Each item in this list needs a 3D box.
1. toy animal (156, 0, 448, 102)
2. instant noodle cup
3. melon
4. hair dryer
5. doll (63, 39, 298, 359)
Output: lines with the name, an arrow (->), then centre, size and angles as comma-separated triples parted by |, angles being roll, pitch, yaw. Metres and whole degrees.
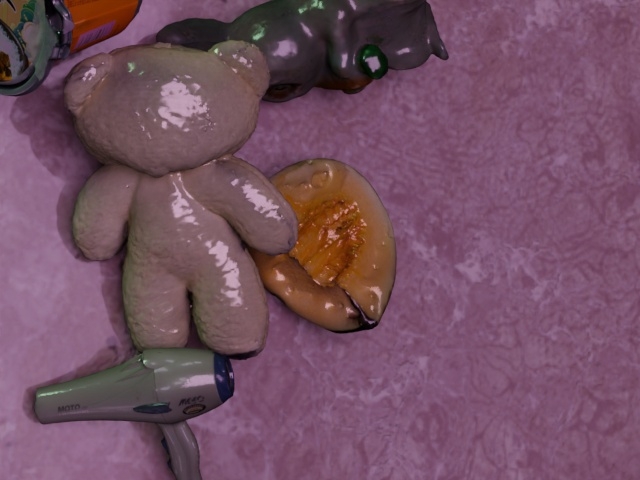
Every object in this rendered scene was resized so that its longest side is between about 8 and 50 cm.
toy animal -> -0.018, -0.180, 1.626 | 0.251, 0.127, 0.125 | -17, 106, -7
instant noodle cup -> -0.223, -0.218, 1.514 | 0.125, 0.177, 0.208 | -23, 55, -39
melon -> 0.000, 0.000, 1.638 | 0.160, 0.079, 0.128 | 49, 55, -12
hair dryer -> -0.155, 0.176, 1.583 | 0.167, 0.067, 0.199 | 3, 121, 3
doll -> -0.120, -0.033, 1.565 | 0.175, 0.149, 0.278 | -9, 105, -14
